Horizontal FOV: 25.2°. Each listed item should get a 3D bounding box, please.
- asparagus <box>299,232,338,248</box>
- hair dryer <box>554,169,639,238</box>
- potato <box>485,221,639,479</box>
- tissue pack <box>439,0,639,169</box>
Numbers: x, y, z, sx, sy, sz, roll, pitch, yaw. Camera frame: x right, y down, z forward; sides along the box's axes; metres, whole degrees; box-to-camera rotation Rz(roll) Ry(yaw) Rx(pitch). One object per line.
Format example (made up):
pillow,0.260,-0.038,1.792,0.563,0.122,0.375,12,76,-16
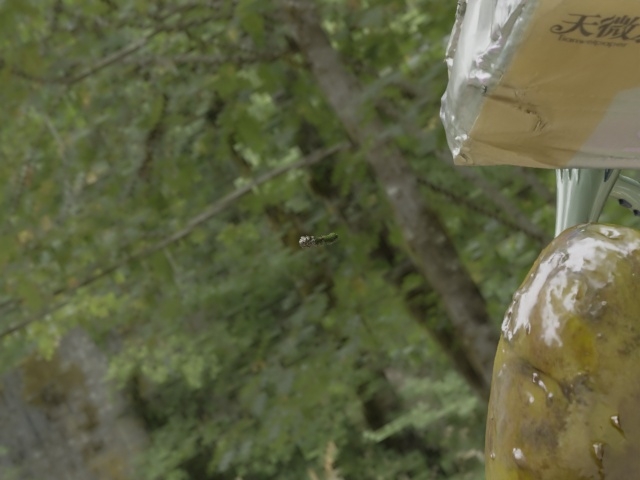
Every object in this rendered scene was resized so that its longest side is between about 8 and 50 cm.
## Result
asparagus,0.000,0.000,1.491,0.166,0.016,0.013,-12,-55,-79
hair dryer,0.291,-0.014,1.403,0.067,0.199,0.167,-9,45,52
potato,0.228,0.114,1.192,0.229,0.266,0.229,-11,15,3
tissue pack,0.179,-0.102,0.684,0.222,0.090,0.186,0,-26,-12
